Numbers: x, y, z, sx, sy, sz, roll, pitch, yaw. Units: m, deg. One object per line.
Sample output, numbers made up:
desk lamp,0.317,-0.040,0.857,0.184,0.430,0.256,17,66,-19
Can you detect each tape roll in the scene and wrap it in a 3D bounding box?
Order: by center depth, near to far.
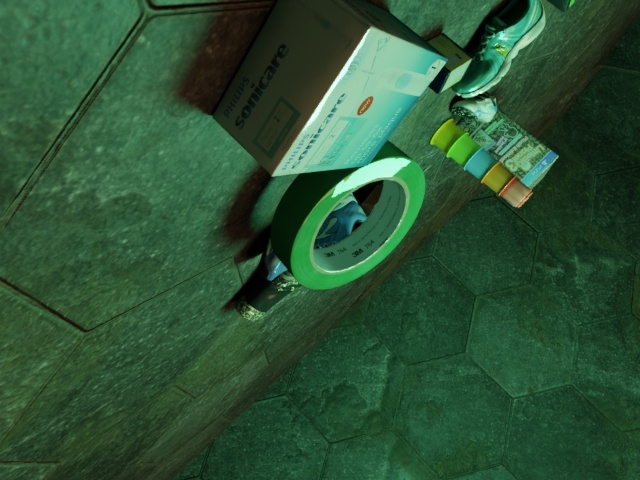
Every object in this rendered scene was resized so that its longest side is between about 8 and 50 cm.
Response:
tape roll,0.058,-0.047,1.083,0.321,0.077,0.321,-28,144,-22

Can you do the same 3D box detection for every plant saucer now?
plant saucer,0.094,-0.039,1.497,0.258,0.048,0.259,-53,179,26

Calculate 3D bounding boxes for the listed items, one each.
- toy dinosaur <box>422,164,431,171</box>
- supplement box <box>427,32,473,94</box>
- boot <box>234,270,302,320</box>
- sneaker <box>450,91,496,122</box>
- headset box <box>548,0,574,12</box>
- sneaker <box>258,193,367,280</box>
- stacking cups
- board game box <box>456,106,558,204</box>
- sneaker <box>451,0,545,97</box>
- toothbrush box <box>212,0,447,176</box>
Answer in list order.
toy dinosaur,0.279,-0.151,1.805,0.211,0.064,0.112,-55,-165,38
supplement box,0.232,-0.343,1.073,0.083,0.083,0.056,-36,163,-29
boot,-0.107,0.115,1.409,0.178,0.085,0.236,-44,166,13
sneaker,0.432,-0.380,1.557,0.237,0.085,0.086,-16,121,-56
headset box,0.500,-0.601,1.011,0.283,0.131,0.246,-46,165,6
sneaker,0.000,0.000,1.246,0.330,0.147,0.129,-34,161,-35
stacking cups,0.461,-0.213,1.589,0.096,0.316,0.096,-42,167,-12
board game box,0.574,-0.277,1.773,0.141,0.291,0.232,-45,166,0
sneaker,0.387,-0.446,1.246,0.275,0.107,0.110,-51,146,5
toothbrush box,0.026,-0.217,0.774,0.216,0.126,0.296,-52,163,25
